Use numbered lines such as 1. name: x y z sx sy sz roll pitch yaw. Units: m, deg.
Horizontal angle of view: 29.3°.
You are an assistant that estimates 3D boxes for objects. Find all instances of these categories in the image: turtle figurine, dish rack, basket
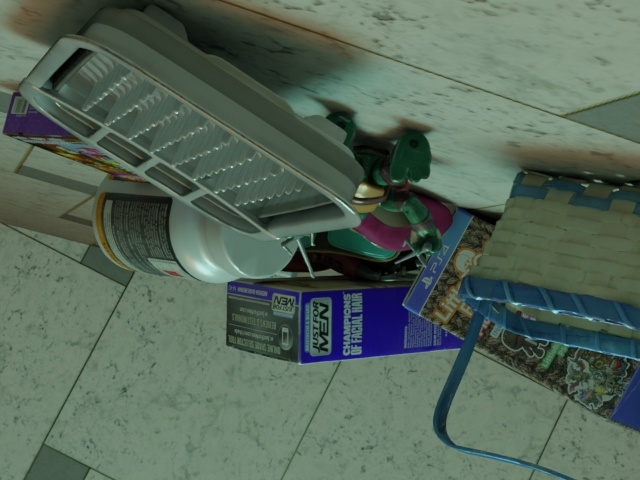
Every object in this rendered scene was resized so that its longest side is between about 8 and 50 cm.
1. turtle figurine: 0.038 -0.046 1.252 0.175 0.118 0.234 -3 157 -6
2. dish rack: -0.112 -0.103 1.087 0.285 0.072 0.333 33 167 -17
3. basket: 0.257 0.092 1.178 0.255 0.289 0.201 14 167 36

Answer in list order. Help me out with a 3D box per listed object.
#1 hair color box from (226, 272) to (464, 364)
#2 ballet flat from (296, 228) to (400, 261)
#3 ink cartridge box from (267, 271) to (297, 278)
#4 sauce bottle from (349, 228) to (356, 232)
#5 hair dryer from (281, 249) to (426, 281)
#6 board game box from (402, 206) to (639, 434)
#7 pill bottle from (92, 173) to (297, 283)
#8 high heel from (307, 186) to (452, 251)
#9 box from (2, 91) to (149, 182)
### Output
1. hair color box: 0.053 0.107 1.778 0.339 0.110 0.185 -3 -175 -37
2. ballet flat: 0.000 -0.020 1.707 0.232 0.080 0.073 17 -168 -8
3. ink cartridge box: -0.137 0.007 2.111 0.208 0.087 0.153 14 172 3
4. sauce bottle: 0.059 -0.035 1.592 0.042 0.042 0.128 15 171 -5
5. hair dryer: 0.018 0.012 1.804 0.293 0.080 0.223 1 -177 7
6. board game box: 0.289 0.105 1.527 0.291 0.141 0.232 29 -179 28
7. pill bottle: -0.163 -0.027 1.604 0.162 0.162 0.278 20 171 -42
8. high heel: 0.068 -0.056 1.404 0.244 0.082 0.117 7 137 -27
9. box: -0.202 -0.113 1.420 0.293 0.057 0.201 7 171 44
